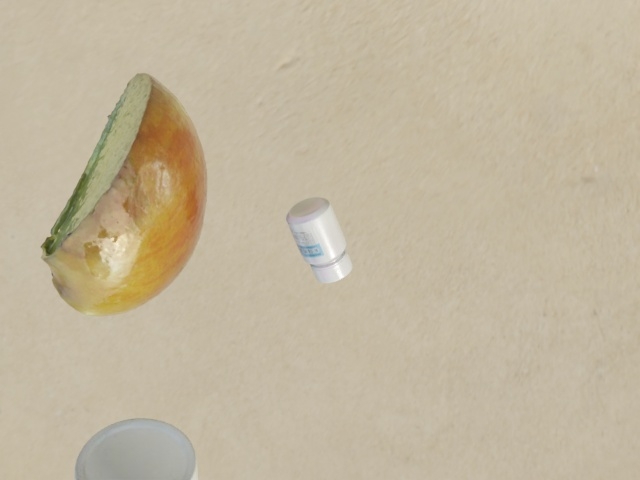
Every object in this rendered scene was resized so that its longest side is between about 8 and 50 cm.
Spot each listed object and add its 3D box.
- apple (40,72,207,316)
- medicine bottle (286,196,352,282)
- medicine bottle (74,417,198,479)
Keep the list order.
[{"bbox_3d":[-0.248,-0.067,1.247,0.179,0.346,0.254,14,149,6],"label":"apple"},{"bbox_3d":[0.000,0.000,1.009,0.052,0.052,0.089,-11,121,22],"label":"medicine bottle"},{"bbox_3d":[-0.196,0.322,1.012,0.145,0.144,0.252,11,128,12],"label":"medicine bottle"}]
